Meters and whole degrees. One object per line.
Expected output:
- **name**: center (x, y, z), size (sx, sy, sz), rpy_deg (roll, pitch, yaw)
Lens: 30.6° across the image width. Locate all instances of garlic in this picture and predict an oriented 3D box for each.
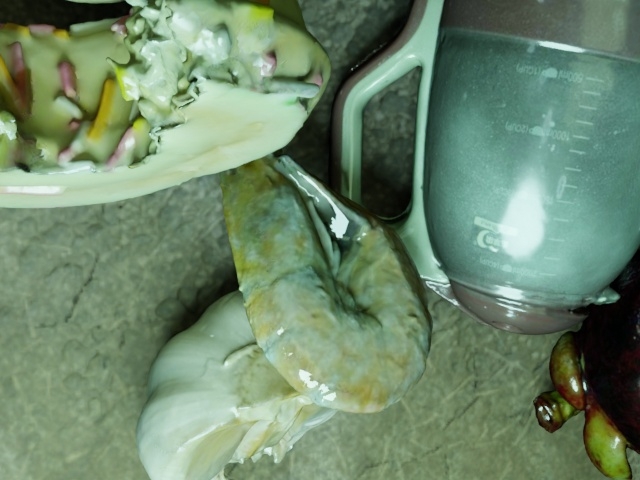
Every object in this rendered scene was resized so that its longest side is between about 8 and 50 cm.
- **garlic**: center (-0.070, 0.125, 1.032), size (0.229, 0.178, 0.143), rpy_deg (-25, 70, -32)

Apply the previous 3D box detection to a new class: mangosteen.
- **mangosteen**: center (0.327, 0.120, 1.122), size (0.265, 0.228, 0.228), rpy_deg (-27, 104, 19)

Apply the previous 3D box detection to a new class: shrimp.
- **shrimp**: center (0.000, 0.000, 1.000), size (0.168, 0.077, 0.317), rpy_deg (-1, 61, -30)

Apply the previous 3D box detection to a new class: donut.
- **donut**: center (-0.171, -0.124, 0.881), size (0.371, 0.307, 0.150), rpy_deg (-11, 79, 17)

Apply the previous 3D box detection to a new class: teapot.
- **teapot**: center (0.159, -0.079, 1.057), size (0.315, 0.233, 0.312), rpy_deg (13, 97, 10)

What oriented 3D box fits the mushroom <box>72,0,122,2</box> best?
- **mushroom**: center (-0.218, -0.317, 0.933), size (0.189, 0.195, 0.254), rpy_deg (-3, 121, 9)
